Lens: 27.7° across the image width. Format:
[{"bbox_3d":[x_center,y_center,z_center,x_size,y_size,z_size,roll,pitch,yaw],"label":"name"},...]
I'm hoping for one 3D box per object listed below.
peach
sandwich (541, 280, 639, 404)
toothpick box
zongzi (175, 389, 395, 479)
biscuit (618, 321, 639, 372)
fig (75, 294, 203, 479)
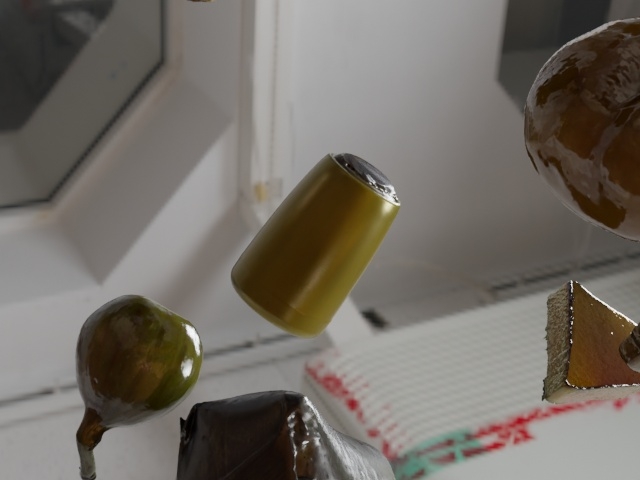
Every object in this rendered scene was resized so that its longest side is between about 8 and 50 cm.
[{"bbox_3d":[0.306,-0.106,1.143,0.251,0.153,0.251,-12,-136,12],"label":"peach"},{"bbox_3d":[0.371,0.165,1.721,0.162,0.058,0.193,33,-139,-16],"label":"sandwich"},{"bbox_3d":[0.000,0.000,2.004,0.175,0.271,0.175,34,-168,-8],"label":"toothpick box"},{"bbox_3d":[-0.007,0.409,1.448,0.207,0.403,0.432,-14,-111,16],"label":"zongzi"},{"bbox_3d":[0.506,0.057,1.588,0.319,0.183,0.047,-31,-116,-6],"label":"biscuit"},{"bbox_3d":[-0.226,0.150,1.462,0.142,0.148,0.186,48,-124,-4],"label":"fig"}]
